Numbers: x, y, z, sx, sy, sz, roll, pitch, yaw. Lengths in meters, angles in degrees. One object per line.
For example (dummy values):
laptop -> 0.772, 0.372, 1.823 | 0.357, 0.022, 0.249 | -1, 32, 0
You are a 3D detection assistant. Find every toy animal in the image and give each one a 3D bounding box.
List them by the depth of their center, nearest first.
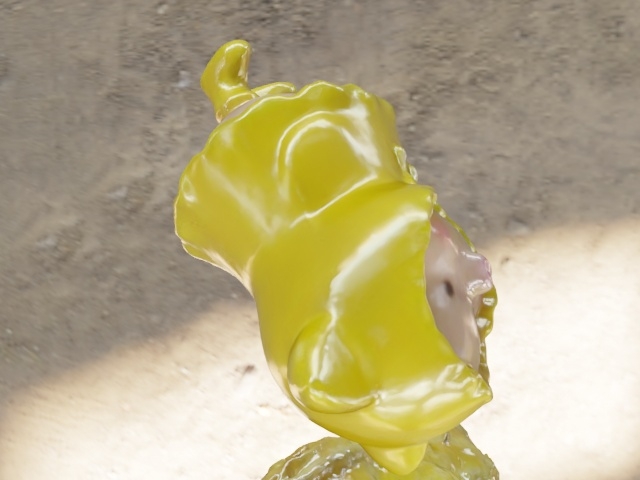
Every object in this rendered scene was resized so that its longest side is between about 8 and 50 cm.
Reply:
toy animal -> 0.002, 0.002, 0.735 | 0.156, 0.156, 0.229 | -10, 58, -24

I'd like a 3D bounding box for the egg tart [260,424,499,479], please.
egg tart -> 0.032, 0.314, 1.135 | 0.351, 0.153, 0.339 | 13, 97, -53
